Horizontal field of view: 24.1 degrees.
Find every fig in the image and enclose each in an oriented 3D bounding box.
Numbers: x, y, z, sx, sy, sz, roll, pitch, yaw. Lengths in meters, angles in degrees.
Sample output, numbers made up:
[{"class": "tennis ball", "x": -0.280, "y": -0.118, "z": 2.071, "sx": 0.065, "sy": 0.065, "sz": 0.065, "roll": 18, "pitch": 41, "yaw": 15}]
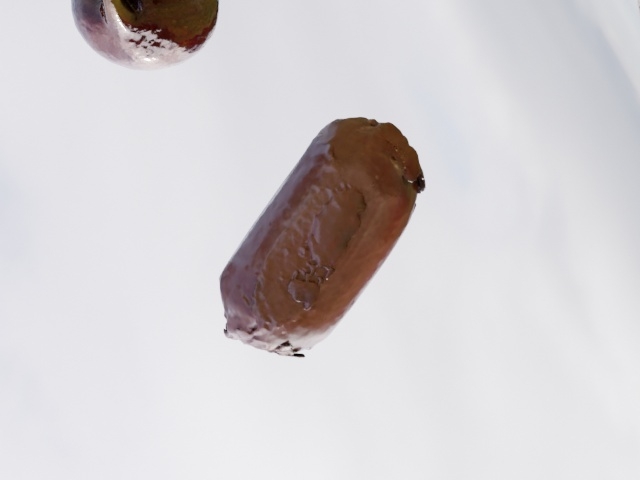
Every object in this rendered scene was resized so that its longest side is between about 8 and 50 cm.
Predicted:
[{"class": "fig", "x": -0.199, "y": -0.257, "z": 1.607, "sx": 0.175, "sy": 0.175, "sz": 0.207, "roll": 55, "pitch": -155, "yaw": -13}]

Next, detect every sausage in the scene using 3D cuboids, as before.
[{"class": "sausage", "x": 0.000, "y": 0.000, "z": 0.789, "sx": 0.076, "sy": 0.141, "sz": 0.076, "roll": 36, "pitch": 179, "yaw": 0}]

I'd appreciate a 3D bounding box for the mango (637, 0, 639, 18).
[{"class": "mango", "x": 0.219, "y": -0.159, "z": 0.627, "sx": 0.120, "sy": 0.177, "sz": 0.295, "roll": 36, "pitch": -124, "yaw": -31}]
